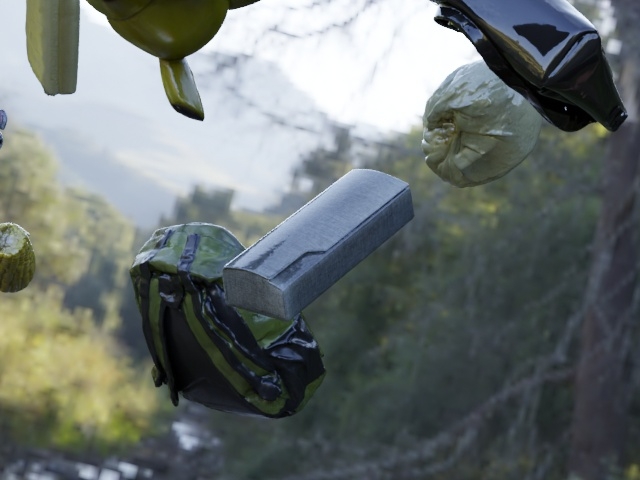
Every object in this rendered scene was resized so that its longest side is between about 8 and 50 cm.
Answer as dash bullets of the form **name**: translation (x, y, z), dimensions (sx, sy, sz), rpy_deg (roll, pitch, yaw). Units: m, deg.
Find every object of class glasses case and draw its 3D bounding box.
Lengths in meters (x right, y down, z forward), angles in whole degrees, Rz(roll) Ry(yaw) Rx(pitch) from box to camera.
- **glasses case**: translation (0.000, 0.000, 1.504), dimensions (0.071, 0.047, 0.205), rpy_deg (14, 35, 33)

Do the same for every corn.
- **corn**: translation (-0.406, 0.024, 2.182), dimensions (0.067, 0.067, 0.206), rpy_deg (15, -17, -6)

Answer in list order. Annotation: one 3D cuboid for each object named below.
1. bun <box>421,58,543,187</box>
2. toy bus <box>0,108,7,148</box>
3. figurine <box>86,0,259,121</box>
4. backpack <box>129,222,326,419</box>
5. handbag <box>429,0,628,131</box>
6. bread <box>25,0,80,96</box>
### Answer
- **bun**: translation (0.207, -0.157, 2.235), dimensions (0.188, 0.164, 0.111), rpy_deg (-28, -12, 39)
- **toy bus**: translation (-0.381, -0.064, 1.644), dimensions (0.079, 0.174, 0.077), rpy_deg (23, 0, 29)
- **figurine**: translation (-0.202, -0.330, 2.015), dimensions (0.327, 0.218, 0.169), rpy_deg (42, 3, -37)
- **backpack**: translation (-0.119, 0.098, 1.926), dimensions (0.207, 0.140, 0.253), rpy_deg (1, -50, 38)
- **handbag**: translation (0.233, -0.246, 1.969), dimensions (0.285, 0.113, 0.257), rpy_deg (46, 9, 30)
- **bread**: translation (-0.389, -0.313, 2.412), dimensions (0.060, 0.178, 0.139), rpy_deg (-10, 35, -24)
